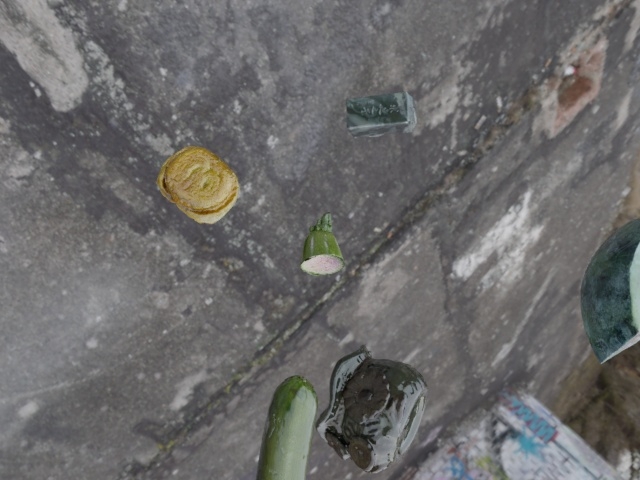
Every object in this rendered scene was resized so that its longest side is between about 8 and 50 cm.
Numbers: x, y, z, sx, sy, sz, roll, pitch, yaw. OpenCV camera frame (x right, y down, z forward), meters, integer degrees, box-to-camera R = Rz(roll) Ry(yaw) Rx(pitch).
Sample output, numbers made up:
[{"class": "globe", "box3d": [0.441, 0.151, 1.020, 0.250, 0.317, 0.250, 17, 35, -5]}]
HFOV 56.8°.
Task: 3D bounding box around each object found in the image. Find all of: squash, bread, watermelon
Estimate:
[{"class": "squash", "box3d": [-0.060, 0.374, 0.934, 0.087, 0.087, 0.332, 4, 93, -57]}, {"class": "bread", "box3d": [-0.358, -0.171, 1.752, 0.198, 0.236, 0.120, -52, -176, -21]}, {"class": "watermelon", "box3d": [0.789, 0.120, 1.436, 0.228, 0.258, 0.388, 118, -7, -63]}, {"class": "squash", "box3d": [-0.002, 0.001, 1.367, 0.105, 0.132, 0.105, -5, 153, -2]}]

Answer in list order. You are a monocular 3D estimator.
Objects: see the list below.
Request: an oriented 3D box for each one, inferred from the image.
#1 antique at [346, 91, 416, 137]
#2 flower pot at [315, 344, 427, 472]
[{"class": "antique", "box3d": [0.168, -0.341, 1.608, 0.086, 0.182, 0.088, 24, 64, -71]}, {"class": "flower pot", "box3d": [0.130, 0.427, 1.492, 0.302, 0.213, 0.302, -44, 144, -43]}]
